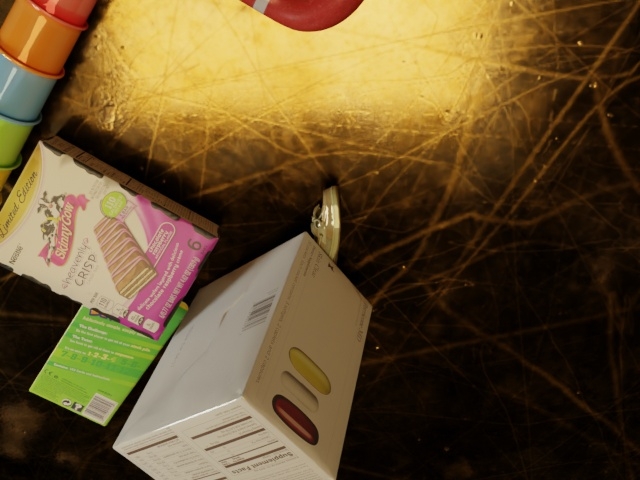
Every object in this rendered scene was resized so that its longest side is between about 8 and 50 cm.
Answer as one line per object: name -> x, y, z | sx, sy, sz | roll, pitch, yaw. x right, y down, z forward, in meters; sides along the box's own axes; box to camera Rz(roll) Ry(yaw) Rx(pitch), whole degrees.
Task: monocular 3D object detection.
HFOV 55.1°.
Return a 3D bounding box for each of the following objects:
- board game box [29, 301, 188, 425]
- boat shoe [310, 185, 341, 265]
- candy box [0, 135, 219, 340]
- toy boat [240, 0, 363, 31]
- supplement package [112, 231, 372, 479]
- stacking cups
board game box -> -0.300, 0.149, 0.873 | 0.124, 0.039, 0.259 | 32, 114, -16
boat shoe -> 0.000, -0.001, 0.792 | 0.048, 0.056, 0.153 | 5, 127, 0
candy box -> -0.264, -0.001, 0.757 | 0.233, 0.071, 0.159 | 29, 98, -14
toy boat -> -0.052, -0.296, 0.583 | 0.231, 0.151, 0.151 | 27, 114, -14
supplement package -> -0.076, 0.152, 0.727 | 0.204, 0.261, 0.145 | -27, 116, 30
stacking cups -> -0.333, -0.173, 0.673 | 0.096, 0.096, 0.316 | 34, 112, -17
